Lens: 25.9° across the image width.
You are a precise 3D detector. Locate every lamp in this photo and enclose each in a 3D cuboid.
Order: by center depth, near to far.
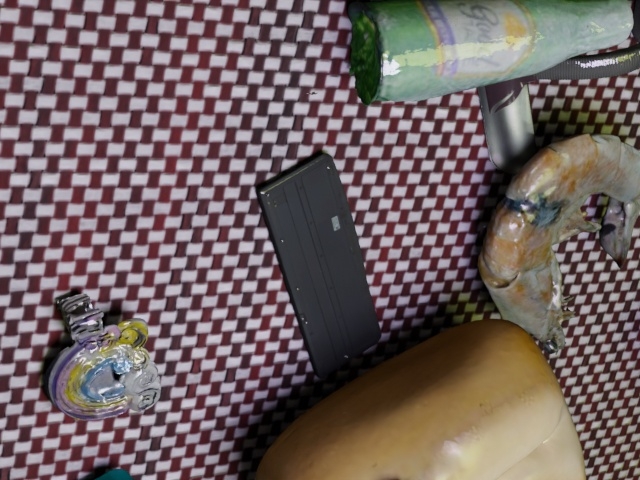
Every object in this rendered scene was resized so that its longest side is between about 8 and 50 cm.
[{"bbox_3d":[0.319,-0.182,1.574,0.283,0.124,0.203,-23,136,-20],"label":"lamp"}]

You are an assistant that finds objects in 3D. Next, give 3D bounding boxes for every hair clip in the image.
[{"bbox_3d":[-0.226,0.127,1.410,0.116,0.049,0.172,-18,133,-11],"label":"hair clip"}]

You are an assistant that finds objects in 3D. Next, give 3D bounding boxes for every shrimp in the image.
[{"bbox_3d":[0.296,0.011,1.666,0.247,0.085,0.360,-30,139,-17],"label":"shrimp"}]

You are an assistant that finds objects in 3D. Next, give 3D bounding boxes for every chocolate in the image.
[{"bbox_3d":[0.178,-0.209,1.424,0.291,0.110,0.110,-10,121,-14],"label":"chocolate"}]

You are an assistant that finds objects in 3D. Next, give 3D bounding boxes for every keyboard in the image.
[{"bbox_3d":[-0.008,-0.007,1.497,0.103,0.041,0.381,-31,135,-19],"label":"keyboard"}]

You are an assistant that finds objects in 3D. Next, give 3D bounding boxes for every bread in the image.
[{"bbox_3d":[0.116,0.274,1.589,0.376,0.253,0.348,-30,133,-16],"label":"bread"}]

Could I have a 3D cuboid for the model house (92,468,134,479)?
[{"bbox_3d":[-0.227,0.317,1.473,0.127,0.100,0.149,10,111,-39],"label":"model house"}]
